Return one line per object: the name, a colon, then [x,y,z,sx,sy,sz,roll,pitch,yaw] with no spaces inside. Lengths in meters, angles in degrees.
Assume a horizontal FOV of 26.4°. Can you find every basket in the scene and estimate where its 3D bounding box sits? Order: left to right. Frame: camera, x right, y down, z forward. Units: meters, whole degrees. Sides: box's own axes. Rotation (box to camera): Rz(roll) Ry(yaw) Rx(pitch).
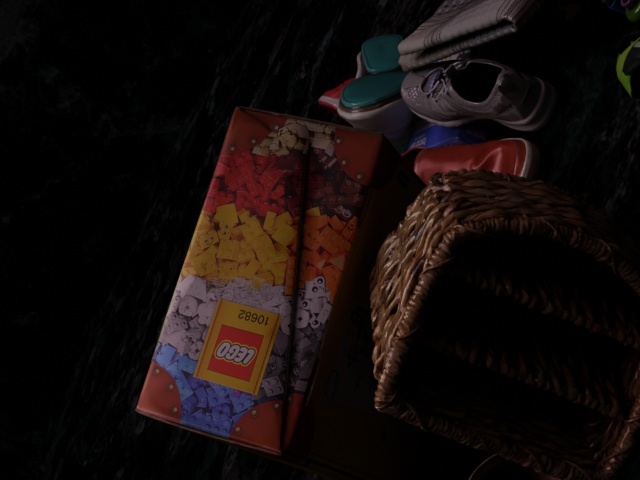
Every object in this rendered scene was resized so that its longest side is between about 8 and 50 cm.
basket: [0.221,0.083,1.417,0.213,0.299,0.223,-55,21,32]

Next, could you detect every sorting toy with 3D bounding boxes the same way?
sorting toy: [0.392,-0.324,1.765,0.061,0.042,0.102,-55,24,36]

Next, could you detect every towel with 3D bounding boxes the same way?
towel: [0.266,-0.379,1.953,0.312,0.056,0.324,-50,16,-21]

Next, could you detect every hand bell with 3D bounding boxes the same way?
hand bell: [0.199,0.301,1.601,0.242,0.126,0.126,146,142,-81]

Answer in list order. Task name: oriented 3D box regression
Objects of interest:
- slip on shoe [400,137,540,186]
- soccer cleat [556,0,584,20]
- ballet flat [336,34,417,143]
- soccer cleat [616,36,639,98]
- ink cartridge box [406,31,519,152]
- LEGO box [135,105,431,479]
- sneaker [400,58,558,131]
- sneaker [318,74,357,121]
slip on shoe: [0.183,-0.086,1.951,0.331,0.101,0.123,-4,71,54]
soccer cleat: [0.345,-0.336,1.930,0.035,0.029,0.083,-59,25,17]
ballet flat: [0.112,-0.232,2.264,0.139,0.139,0.400,-61,6,23]
soccer cleat: [0.413,-0.244,1.615,0.072,0.060,0.179,-102,29,-42]
ink cartridge box: [0.219,-0.228,2.121,0.186,0.065,0.311,-17,56,67]
LEGO box: [0.014,0.102,1.710,0.500,0.193,0.372,40,-115,-65]
sneaker: [0.207,-0.227,1.950,0.281,0.115,0.105,10,75,51]
sneaker: [0.084,-0.284,2.547,0.128,0.087,0.221,-62,31,-3]
